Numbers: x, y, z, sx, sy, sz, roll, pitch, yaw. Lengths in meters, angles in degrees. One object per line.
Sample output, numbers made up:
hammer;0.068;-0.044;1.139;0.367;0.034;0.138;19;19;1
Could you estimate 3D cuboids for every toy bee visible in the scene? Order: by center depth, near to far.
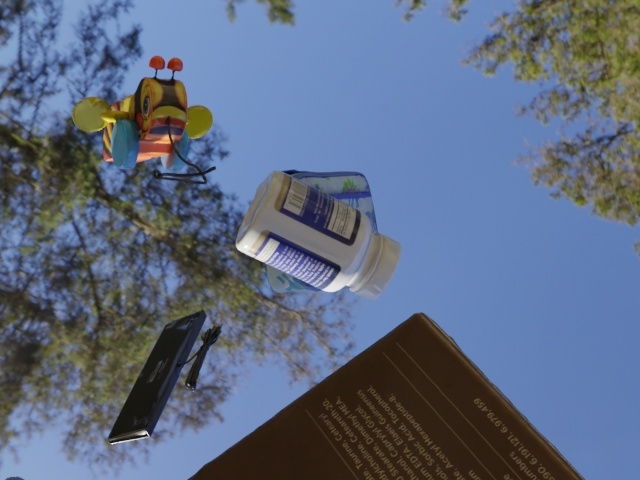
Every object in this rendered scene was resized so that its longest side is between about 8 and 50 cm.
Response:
toy bee;-0.225;-0.176;1.157;0.298;0.195;0.162;12;-80;36

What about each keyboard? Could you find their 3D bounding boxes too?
keyboard;-0.290;0.258;1.616;0.202;0.033;0.317;-22;-149;32

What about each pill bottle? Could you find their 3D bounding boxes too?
pill bottle;0.000;0.000;1.022;0.112;0.187;0.112;-58;-166;23

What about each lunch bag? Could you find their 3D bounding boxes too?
lunch bag;0.001;-0.017;1.193;0.090;0.219;0.175;-9;-92;34

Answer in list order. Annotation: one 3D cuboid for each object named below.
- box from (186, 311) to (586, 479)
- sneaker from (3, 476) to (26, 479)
box;0.044;0.190;0.496;0.203;0.168;0.167;-34;-129;-10
sneaker;-0.602;0.461;1.368;0.319;0.131;0.112;-41;-166;34
